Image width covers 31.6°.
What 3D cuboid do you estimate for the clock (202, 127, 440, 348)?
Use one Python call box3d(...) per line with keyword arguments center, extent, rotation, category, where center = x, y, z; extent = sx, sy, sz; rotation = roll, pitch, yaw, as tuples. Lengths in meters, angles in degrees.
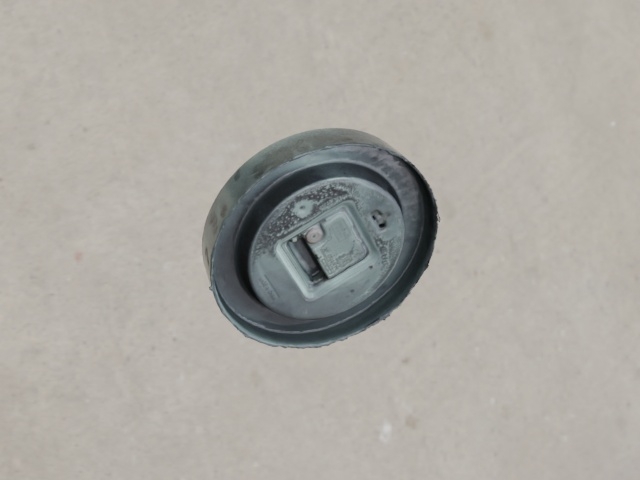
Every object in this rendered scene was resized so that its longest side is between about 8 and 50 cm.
box3d(center=(0.000, 0.000, 0.392), extent=(0.085, 0.017, 0.085), rotation=(-12, 127, -17), category="clock")
